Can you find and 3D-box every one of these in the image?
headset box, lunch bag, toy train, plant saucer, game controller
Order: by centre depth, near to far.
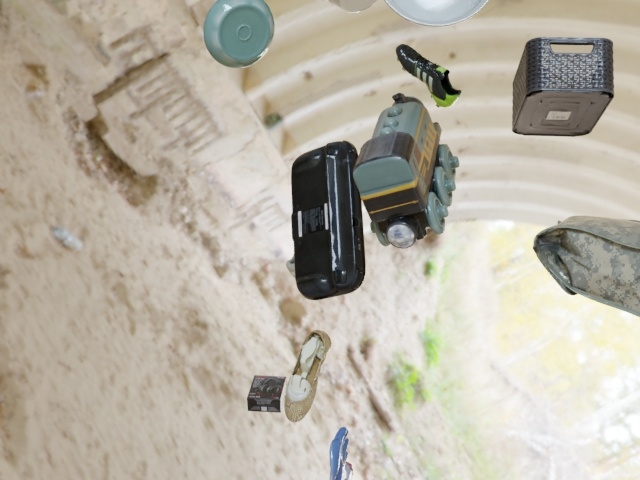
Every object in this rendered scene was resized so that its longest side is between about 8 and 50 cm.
[{"bbox_3d":[-0.121,-0.323,1.272,0.021,0.119,0.119,41,-14,52],"label":"plant saucer"},{"bbox_3d":[0.152,-0.130,1.452,0.334,0.142,0.190,-67,139,-52],"label":"toy train"},{"bbox_3d":[-0.098,0.281,1.520,0.083,0.062,0.032,-74,165,-64],"label":"headset box"},{"bbox_3d":[0.011,-0.042,1.654,0.067,0.166,0.319,13,68,-42],"label":"game controller"},{"bbox_3d":[0.619,0.035,1.778,0.287,0.168,0.235,21,21,29],"label":"lunch bag"}]

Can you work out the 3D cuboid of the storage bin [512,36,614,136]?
[{"bbox_3d":[0.357,-0.224,1.226,0.180,0.122,0.084,70,23,-75],"label":"storage bin"}]

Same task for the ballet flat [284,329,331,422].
[{"bbox_3d":[-0.036,0.281,1.748,0.067,0.073,0.206,57,45,-57],"label":"ballet flat"}]

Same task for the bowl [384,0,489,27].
[{"bbox_3d":[0.284,-0.643,2.018,0.297,0.298,0.134,60,2,9],"label":"bowl"}]

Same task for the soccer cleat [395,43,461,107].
[{"bbox_3d":[0.240,-0.372,1.810,0.179,0.060,0.072,47,-34,-3],"label":"soccer cleat"}]

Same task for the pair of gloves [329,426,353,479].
[{"bbox_3d":[0.027,0.403,1.339,0.159,0.023,0.198,-74,162,-45],"label":"pair of gloves"}]

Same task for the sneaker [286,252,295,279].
[{"bbox_3d":[0.000,0.000,1.971,0.090,0.232,0.115,17,-20,39],"label":"sneaker"}]

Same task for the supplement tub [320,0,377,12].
[{"bbox_3d":[-0.018,-0.586,1.486,0.331,0.241,0.241,41,-5,20],"label":"supplement tub"}]
